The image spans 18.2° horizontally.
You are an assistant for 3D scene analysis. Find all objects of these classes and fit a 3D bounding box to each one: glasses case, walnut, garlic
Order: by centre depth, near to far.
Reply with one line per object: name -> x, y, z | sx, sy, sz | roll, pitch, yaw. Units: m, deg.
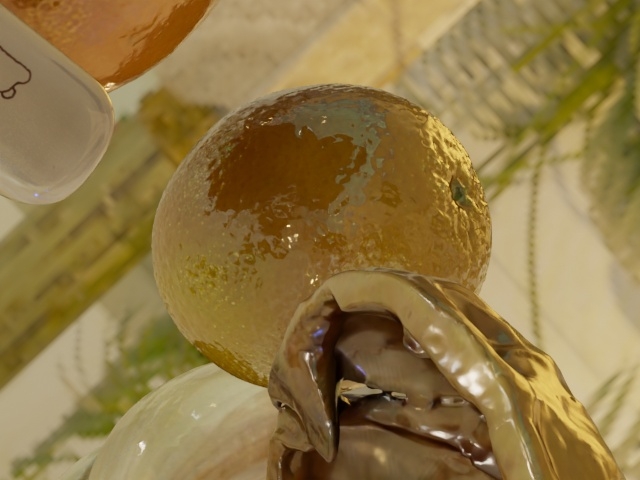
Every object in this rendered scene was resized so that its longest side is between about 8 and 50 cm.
walnut -> 0.059, 0.104, 0.716 | 0.087, 0.167, 0.211 | 0, -146, -29
glasses case -> -0.200, -0.096, 1.062 | 0.196, 0.083, 0.050 | 37, 166, -22
garlic -> -0.111, 0.234, 1.609 | 0.313, 0.286, 0.249 | -11, -96, -37

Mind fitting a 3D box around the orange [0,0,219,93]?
orange -> -0.188, -0.230, 1.235 | 0.312, 0.312, 0.312 | 45, -169, -12

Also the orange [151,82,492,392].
orange -> 0.000, 0.000, 1.390 | 0.236, 0.236, 0.236 | 45, -169, -12
